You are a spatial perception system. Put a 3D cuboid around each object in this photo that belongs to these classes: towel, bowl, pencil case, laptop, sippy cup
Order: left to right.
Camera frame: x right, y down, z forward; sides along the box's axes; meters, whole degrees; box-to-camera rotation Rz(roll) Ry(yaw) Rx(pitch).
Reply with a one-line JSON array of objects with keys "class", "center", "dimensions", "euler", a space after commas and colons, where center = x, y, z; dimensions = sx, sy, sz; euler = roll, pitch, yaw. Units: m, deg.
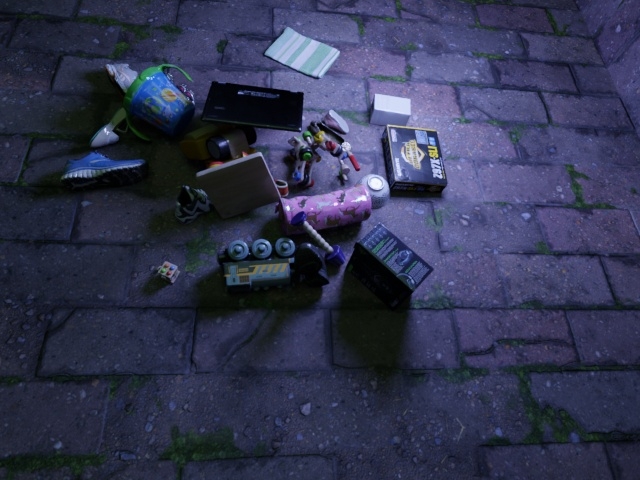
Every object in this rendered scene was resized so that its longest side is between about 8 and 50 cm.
[{"class": "sippy cup", "center": [-0.677, -0.580, 1.768], "dimensions": [0.224, 0.305, 0.240], "euler": [37, 45, -9]}, {"class": "laptop", "center": [-0.272, -0.526, 1.758], "dimensions": [0.383, 0.236, 0.407], "euler": [5, 52, -5]}, {"class": "towel", "center": [-0.091, -0.990, 2.164], "dimensions": [0.325, 0.038, 0.247], "euler": [28, 64, 6]}, {"class": "pencil case", "center": [0.013, -0.128, 1.694], "dimensions": [0.387, 0.167, 0.159], "euler": [-12, 101, -14]}, {"class": "bowl", "center": [0.238, -0.236, 1.821], "dimensions": [0.170, 0.080, 0.169], "euler": [4, 63, -7]}]

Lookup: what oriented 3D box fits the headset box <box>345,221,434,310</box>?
[{"class": "headset box", "center": [0.245, 0.099, 1.565], "dimensions": [0.283, 0.246, 0.131], "euler": [43, 66, 12]}]

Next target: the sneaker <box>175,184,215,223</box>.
[{"class": "sneaker", "center": [-0.486, -0.180, 1.649], "dimensions": [0.235, 0.153, 0.094], "euler": [-35, 75, -22]}]

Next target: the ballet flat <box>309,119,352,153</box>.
[{"class": "ballet flat", "center": [0.049, -0.487, 1.927], "dimensions": [0.250, 0.058, 0.084], "euler": [42, 67, 12]}]

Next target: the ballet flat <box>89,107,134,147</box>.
[{"class": "ballet flat", "center": [-0.897, -0.479, 1.783], "dimensions": [0.086, 0.086, 0.248], "euler": [22, 62, 3]}]

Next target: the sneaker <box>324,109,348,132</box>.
[{"class": "sneaker", "center": [0.072, -0.562, 1.979], "dimensions": [0.134, 0.070, 0.050], "euler": [42, 52, -20]}]

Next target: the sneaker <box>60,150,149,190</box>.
[{"class": "sneaker", "center": [-0.875, -0.305, 1.669], "dimensions": [0.331, 0.129, 0.147], "euler": [-7, 68, -11]}]

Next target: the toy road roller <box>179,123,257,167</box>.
[{"class": "toy road roller", "center": [-0.410, -0.354, 1.738], "dimensions": [0.330, 0.240, 0.203], "euler": [15, 41, 40]}]

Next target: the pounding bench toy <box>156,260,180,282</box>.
[{"class": "pounding bench toy", "center": [-0.583, 0.112, 1.542], "dimensions": [0.083, 0.065, 0.052], "euler": [23, 64, 4]}]

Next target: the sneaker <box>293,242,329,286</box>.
[{"class": "sneaker", "center": [-0.039, 0.072, 1.527], "dimensions": [0.109, 0.286, 0.130], "euler": [-9, 60, 4]}]

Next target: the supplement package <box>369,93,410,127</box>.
[{"class": "supplement package", "center": [0.341, -0.633, 2.014], "dimensions": [0.180, 0.105, 0.105], "euler": [8, 63, -4]}]

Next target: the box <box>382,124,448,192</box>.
[{"class": "box", "center": [0.436, -0.381, 1.913], "dimensions": [0.258, 0.079, 0.321], "euler": [4, 63, -13]}]

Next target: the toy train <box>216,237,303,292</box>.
[{"class": "toy train", "center": [-0.224, 0.097, 1.570], "dimensions": [0.335, 0.142, 0.190], "euler": [-4, 78, -13]}]

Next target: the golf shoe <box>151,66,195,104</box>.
[{"class": "golf shoe", "center": [-0.712, -0.700, 1.901], "dimensions": [0.273, 0.105, 0.120], "euler": [37, 75, 10]}]

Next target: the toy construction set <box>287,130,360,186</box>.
[{"class": "toy construction set", "center": [0.000, -0.391, 1.806], "dimensions": [0.309, 0.257, 0.237], "euler": [2, 49, -30]}]

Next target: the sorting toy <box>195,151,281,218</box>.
[{"class": "sorting toy", "center": [-0.318, -0.231, 1.617], "dimensions": [0.258, 0.255, 0.089], "euler": [-18, 53, 2]}]

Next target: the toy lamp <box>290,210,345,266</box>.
[{"class": "toy lamp", "center": [0.000, 0.000, 1.605], "dimensions": [0.274, 0.080, 0.080], "euler": [47, 61, -27]}]

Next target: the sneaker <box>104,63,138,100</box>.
[{"class": "sneaker", "center": [-0.888, -0.734, 1.896], "dimensions": [0.121, 0.099, 0.262], "euler": [-29, 73, -24]}]

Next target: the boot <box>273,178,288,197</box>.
[{"class": "boot", "center": [-0.212, -0.241, 1.758], "dimensions": [0.158, 0.084, 0.059], "euler": [16, 65, 1]}]
